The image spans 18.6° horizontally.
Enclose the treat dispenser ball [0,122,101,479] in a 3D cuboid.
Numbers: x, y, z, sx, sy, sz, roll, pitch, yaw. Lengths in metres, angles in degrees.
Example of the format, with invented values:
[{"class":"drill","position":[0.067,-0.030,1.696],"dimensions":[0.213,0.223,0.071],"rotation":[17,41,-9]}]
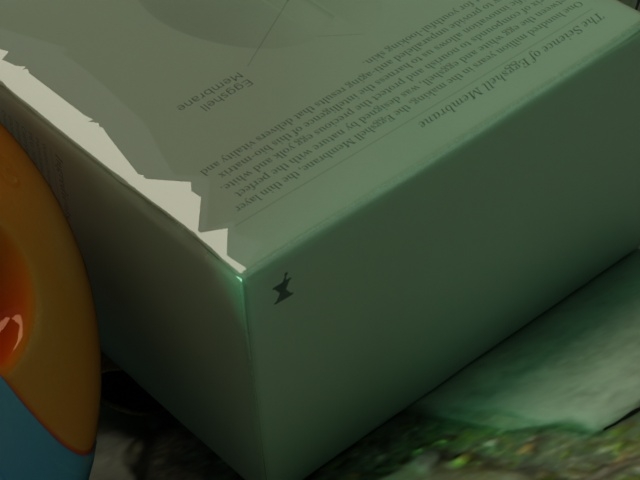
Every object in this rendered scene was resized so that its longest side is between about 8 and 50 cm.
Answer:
[{"class":"treat dispenser ball","position":[-0.226,0.052,0.734],"dimensions":[0.288,0.288,0.288],"rotation":[-22,16,7]}]

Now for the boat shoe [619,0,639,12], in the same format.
[{"class":"boat shoe","position":[0.075,-0.111,1.190],"dimensions":[0.267,0.096,0.088],"rotation":[-18,21,25]}]

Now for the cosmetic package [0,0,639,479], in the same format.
[{"class":"cosmetic package","position":[-0.011,-0.044,0.860],"dimensions":[0.224,0.138,0.225],"rotation":[-32,48,-26]}]

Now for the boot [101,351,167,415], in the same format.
[{"class":"boot","position":[0.000,0.000,0.993],"dimensions":[0.305,0.112,0.115],"rotation":[-24,46,-19]}]
